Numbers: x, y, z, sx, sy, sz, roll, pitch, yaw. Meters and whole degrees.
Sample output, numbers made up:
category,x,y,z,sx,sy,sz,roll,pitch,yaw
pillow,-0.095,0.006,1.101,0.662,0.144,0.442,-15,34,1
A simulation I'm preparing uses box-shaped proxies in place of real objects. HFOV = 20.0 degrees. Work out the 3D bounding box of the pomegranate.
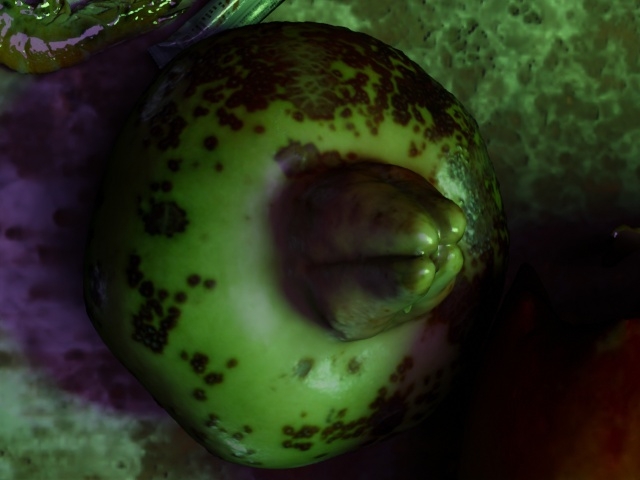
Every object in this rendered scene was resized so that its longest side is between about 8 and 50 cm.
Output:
category,x,y,z,sx,sy,sz,roll,pitch,yaw
pomegranate,0.000,0.000,0.837,0.214,0.248,0.214,0,89,-20

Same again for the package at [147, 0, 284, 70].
category,x,y,z,sx,sy,sz,roll,pitch,yaw
package,-0.041,-0.120,0.929,0.110,0.015,0.037,-44,128,-11

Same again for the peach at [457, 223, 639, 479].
category,x,y,z,sx,sy,sz,roll,pitch,yaw
peach,0.256,0.132,0.861,0.406,0.335,0.310,-7,88,-41

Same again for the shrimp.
category,x,y,z,sx,sy,sz,roll,pitch,yaw
shrimp,-0.119,-0.131,0.903,0.114,0.023,0.083,-17,98,-12
